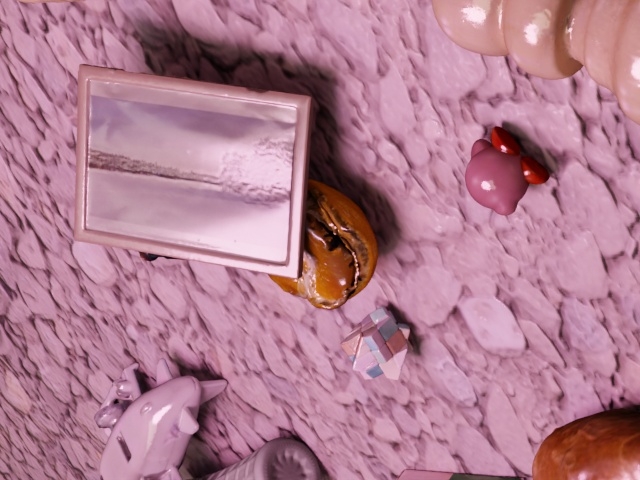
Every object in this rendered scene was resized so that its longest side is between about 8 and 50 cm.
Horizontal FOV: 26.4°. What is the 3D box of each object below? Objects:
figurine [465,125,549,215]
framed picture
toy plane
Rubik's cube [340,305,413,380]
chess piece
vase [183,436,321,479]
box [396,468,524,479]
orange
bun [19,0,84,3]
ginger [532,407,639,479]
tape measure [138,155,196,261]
[{"bbox_3d":[0.185,-0.069,1.430,0.071,0.067,0.083,-45,74,29],"label":"figurine"},{"bbox_3d":[-0.150,-0.079,1.557,0.289,0.016,0.213,10,107,19],"label":"framed picture"},{"bbox_3d":[-0.238,0.290,1.978,0.267,0.123,0.267,-3,86,49],"label":"toy plane"},{"bbox_3d":[0.075,0.131,1.671,0.075,0.084,0.073,44,146,-24],"label":"Rubik's cube"},{"bbox_3d":[0.235,-0.205,1.224,0.300,0.167,0.167,23,134,29],"label":"chess piece"},{"bbox_3d":[-0.126,0.382,1.997,0.143,0.143,0.299,51,136,-7],"label":"vase"},{"bbox_3d":[0.190,0.377,1.781,0.199,0.081,0.135,-4,120,43],"label":"box"},{"bbox_3d":[0.000,0.000,1.601,0.170,0.112,0.160,62,143,14],"label":"orange"},{"bbox_3d":[-0.344,-0.382,1.540,0.287,0.146,0.287,23,135,26],"label":"bun"},{"bbox_3d":[0.373,0.271,1.484,0.321,0.165,0.172,6,170,35],"label":"ginger"},{"bbox_3d":[-0.169,-0.076,1.653,0.202,0.135,0.223,0,117,34],"label":"tape measure"}]
